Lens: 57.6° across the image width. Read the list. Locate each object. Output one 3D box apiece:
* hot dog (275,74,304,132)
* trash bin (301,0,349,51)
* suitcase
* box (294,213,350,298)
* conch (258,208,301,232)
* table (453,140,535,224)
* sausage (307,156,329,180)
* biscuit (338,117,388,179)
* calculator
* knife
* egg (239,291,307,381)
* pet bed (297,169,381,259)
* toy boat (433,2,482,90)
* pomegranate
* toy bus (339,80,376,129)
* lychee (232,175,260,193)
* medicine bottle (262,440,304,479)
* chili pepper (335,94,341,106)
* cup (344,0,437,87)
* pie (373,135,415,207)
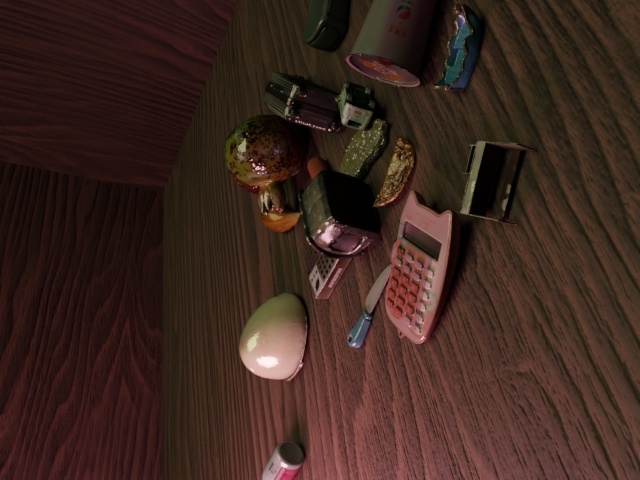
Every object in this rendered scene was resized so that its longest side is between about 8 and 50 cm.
[{"bbox_3d":[-0.103,-0.492,2.103,0.160,0.099,0.227,143,134,-62],"label":"hot dog"},{"bbox_3d":[0.021,-0.758,1.952,0.177,0.101,0.236,-8,71,65],"label":"trash bin"},{"bbox_3d":[-0.055,-0.443,1.865,0.312,0.202,0.128,48,123,57],"label":"suitcase"},{"bbox_3d":[0.001,-0.001,1.769,0.180,0.047,0.325,-62,31,34],"label":"box"},{"bbox_3d":[-0.149,-0.086,2.050,0.330,0.093,0.109,10,83,63],"label":"conch"},{"bbox_3d":[0.324,-0.117,1.144,0.175,0.062,0.146,21,100,61],"label":"table"},{"bbox_3d":[0.001,-0.206,1.825,0.062,0.062,0.154,-62,31,32],"label":"sausage"},{"bbox_3d":[0.108,-0.240,1.648,0.290,0.038,0.141,-57,33,36],"label":"biscuit"},{"bbox_3d":[0.219,0.068,1.292,0.220,0.048,0.329,-137,55,-58],"label":"calculator"},{"bbox_3d":[0.126,0.163,1.482,0.058,0.032,0.244,-126,56,-67],"label":"knife"},{"bbox_3d":[-0.165,0.295,1.853,0.264,0.174,0.286,-30,51,53],"label":"egg"},{"bbox_3d":[0.038,-0.060,1.557,0.159,0.183,0.211,-49,40,40],"label":"pet bed"},{"bbox_3d":[0.299,-0.421,1.283,0.075,0.077,0.185,44,120,61],"label":"toy boat"},{"bbox_3d":[-0.175,-0.254,1.984,0.285,0.285,0.340,-19,80,61],"label":"pomegranate"},{"bbox_3d":[0.097,-0.381,1.637,0.194,0.087,0.089,-93,21,-57],"label":"toy bus"},{"bbox_3d":[-0.241,-0.266,2.203,0.194,0.194,0.194,-33,52,56],"label":"lychee"},{"bbox_3d":[-0.125,0.690,1.718,0.216,0.090,0.090,-64,30,30],"label":"medicine bottle"},{"bbox_3d":[0.075,-0.398,1.740,0.030,0.091,0.034,2,44,44],"label":"chili pepper"},{"bbox_3d":[0.198,-0.550,1.439,0.203,0.203,0.288,24,96,63],"label":"cup"},{"bbox_3d":[0.194,-0.161,1.453,0.088,0.033,0.191,31,103,55],"label":"pie"}]
